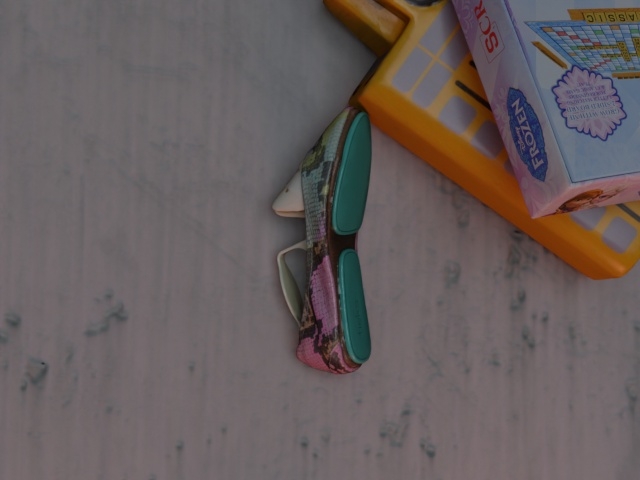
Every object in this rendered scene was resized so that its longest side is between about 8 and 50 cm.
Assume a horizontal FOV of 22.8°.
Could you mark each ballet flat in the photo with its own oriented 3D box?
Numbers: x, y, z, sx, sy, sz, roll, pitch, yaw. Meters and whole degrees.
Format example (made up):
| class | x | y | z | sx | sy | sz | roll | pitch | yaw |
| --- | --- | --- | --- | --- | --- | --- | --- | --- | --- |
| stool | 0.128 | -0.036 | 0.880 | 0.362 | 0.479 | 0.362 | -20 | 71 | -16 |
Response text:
| class | x | y | z | sx | sy | sz | roll | pitch | yaw |
| --- | --- | --- | --- | --- | --- | --- | --- | --- | --- |
| ballet flat | 0.000 | 0.000 | 1.314 | 0.079 | 0.077 | 0.222 | 0 | 92 | 25 |

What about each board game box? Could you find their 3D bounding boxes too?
| class | x | y | z | sx | sy | sz | roll | pitch | yaw |
| --- | --- | --- | --- | --- | --- | --- | --- | --- | --- |
| board game box | 0.260 | -0.192 | 1.284 | 0.318 | 0.066 | 0.318 | -9 | 71 | -27 |

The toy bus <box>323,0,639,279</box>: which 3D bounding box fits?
| class | x | y | z | sx | sy | sz | roll | pitch | yaw |
| --- | --- | --- | --- | --- | --- | --- | --- | --- | --- |
| toy bus | 0.142 | -0.113 | 1.325 | 0.332 | 0.108 | 0.130 | 35 | 84 | -6 |
